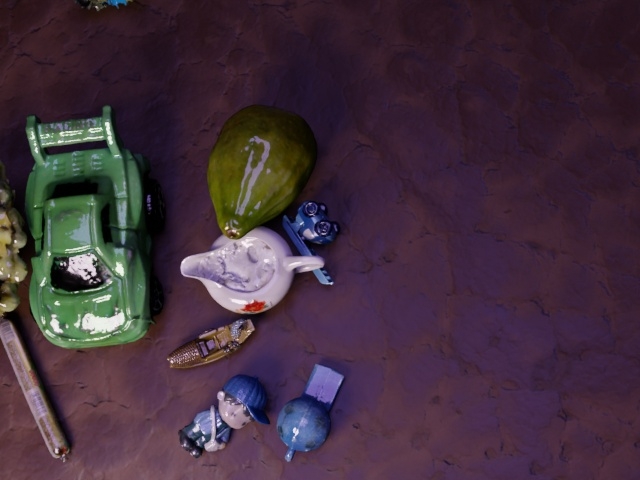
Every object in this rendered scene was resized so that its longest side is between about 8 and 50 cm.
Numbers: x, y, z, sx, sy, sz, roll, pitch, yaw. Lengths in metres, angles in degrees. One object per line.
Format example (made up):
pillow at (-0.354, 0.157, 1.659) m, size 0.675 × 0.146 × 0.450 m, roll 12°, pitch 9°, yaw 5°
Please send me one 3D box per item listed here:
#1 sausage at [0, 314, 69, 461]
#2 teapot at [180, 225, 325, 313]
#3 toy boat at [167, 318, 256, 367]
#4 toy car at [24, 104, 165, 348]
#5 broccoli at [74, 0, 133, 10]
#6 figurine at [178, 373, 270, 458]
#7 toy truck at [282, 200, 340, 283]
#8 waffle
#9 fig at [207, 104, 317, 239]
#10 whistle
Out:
sausage at (-0.464, 0.235, 1.323) m, size 0.033 × 0.033 × 0.269 m, roll -29°, pitch 74°, yaw -5°
teapot at (-0.104, 0.046, 1.320) m, size 0.226 × 0.092 × 0.145 m, roll -8°, pitch 76°, yaw 5°
toy boat at (-0.173, 0.167, 1.314) m, size 0.149 × 0.049 × 0.047 m, roll -24°, pitch 73°, yaw -3°
toy car at (-0.372, -0.014, 1.316) m, size 0.213 × 0.176 × 0.358 m, roll -4°, pitch 74°, yaw 4°
broccoli at (-0.380, -0.497, 1.470) m, size 0.167 × 0.160 × 0.154 m, roll -11°, pitch 100°, yaw -10°
figurine at (-0.146, 0.274, 1.274) m, size 0.149 × 0.086 × 0.087 m, roll -36°, pitch 34°, yaw 5°
toy truck at (0.000, 0.000, 1.348) m, size 0.074 × 0.063 × 0.136 m, roll -38°, pitch 75°, yaw 13°
waffle at (-0.595, 0.029, 1.339) m, size 0.317 × 0.073 × 0.297 m, roll -25°, pitch 68°, yaw 25°
fig at (-0.103, -0.105, 1.336) m, size 0.167 × 0.167 × 0.233 m, roll 18°, pitch 84°, yaw 9°
whistle at (-0.018, 0.264, 1.257) m, size 0.090 × 0.090 × 0.158 m, roll 22°, pitch 77°, yaw 10°
